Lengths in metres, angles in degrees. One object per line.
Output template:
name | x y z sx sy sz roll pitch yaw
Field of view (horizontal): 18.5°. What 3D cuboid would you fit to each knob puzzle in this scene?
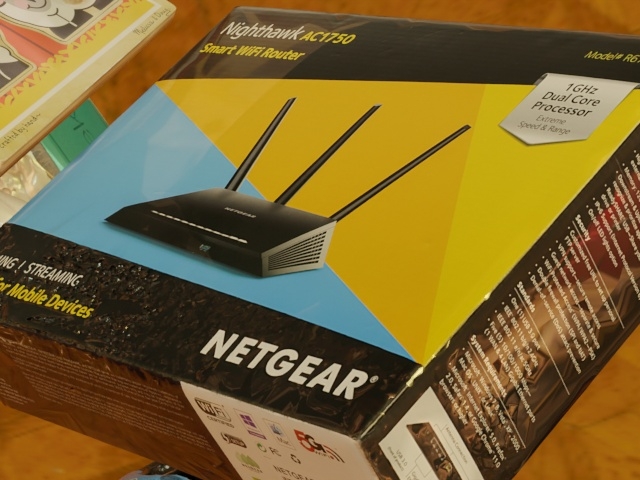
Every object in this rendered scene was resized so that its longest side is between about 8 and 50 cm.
knob puzzle | -0.177 -0.121 0.855 0.213 0.030 0.213 16 37 -13

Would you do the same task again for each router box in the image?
router box | 0.000 0.000 0.497 0.133 0.179 0.046 -46 124 -25

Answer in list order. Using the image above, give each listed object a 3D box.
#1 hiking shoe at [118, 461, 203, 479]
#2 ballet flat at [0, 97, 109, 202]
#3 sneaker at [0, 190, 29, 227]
hiking shoe | -0.101 0.194 1.144 0.113 0.304 0.132 43 91 -15
ballet flat | -0.241 -0.137 1.108 0.147 0.147 0.409 -27 91 -15
sneaker | -0.116 0.005 0.972 0.152 0.053 0.061 33 81 -17
